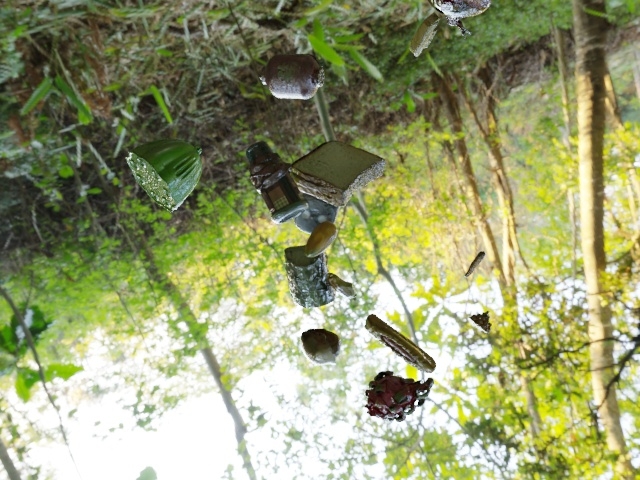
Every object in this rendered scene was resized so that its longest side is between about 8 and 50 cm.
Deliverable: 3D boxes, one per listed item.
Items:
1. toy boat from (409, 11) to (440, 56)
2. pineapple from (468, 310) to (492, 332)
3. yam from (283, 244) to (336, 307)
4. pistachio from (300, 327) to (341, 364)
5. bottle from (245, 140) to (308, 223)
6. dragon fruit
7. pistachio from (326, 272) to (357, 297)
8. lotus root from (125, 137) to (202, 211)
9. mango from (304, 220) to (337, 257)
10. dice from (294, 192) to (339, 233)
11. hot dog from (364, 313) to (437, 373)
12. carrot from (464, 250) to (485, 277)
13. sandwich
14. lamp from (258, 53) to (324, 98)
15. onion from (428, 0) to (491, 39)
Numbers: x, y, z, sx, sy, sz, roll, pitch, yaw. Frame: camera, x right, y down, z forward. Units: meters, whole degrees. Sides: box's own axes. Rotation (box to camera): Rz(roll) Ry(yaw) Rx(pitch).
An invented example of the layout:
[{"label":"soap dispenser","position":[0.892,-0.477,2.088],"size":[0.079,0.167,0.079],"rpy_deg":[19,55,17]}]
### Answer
[{"label":"toy boat","position":[0.424,-0.833,2.048],"size":[0.077,0.057,0.200],"rpy_deg":[-30,166,-26]},{"label":"pineapple","position":[0.770,0.380,2.400],"size":[0.114,0.114,0.077],"rpy_deg":[-41,157,-23]},{"label":"yam","position":[-0.043,0.142,2.136],"size":[0.203,0.271,0.201],"rpy_deg":[-12,-160,-3]},{"label":"pistachio","position":[-0.005,0.374,1.800],"size":[0.130,0.165,0.210],"rpy_deg":[-41,-167,-26]},{"label":"bottle","position":[-0.147,-0.200,1.655],"size":[0.143,0.271,0.156],"rpy_deg":[-30,172,16]},{"label":"dragon fruit","position":[0.316,0.638,2.054],"size":[0.273,0.198,0.218],"rpy_deg":[6,178,12]},{"label":"pistachio","position":[0.088,0.190,2.046],"size":[0.090,0.173,0.049],"rpy_deg":[-15,-134,43]},{"label":"lotus root","position":[-0.366,-0.190,1.282],"size":[0.186,0.186,0.186],"rpy_deg":[-19,-170,3]},{"label":"mango","position":[0.000,-0.003,2.003],"size":[0.165,0.089,0.115],"rpy_deg":[-52,-165,7]},{"label":"dice","position":[-0.008,-0.135,2.321],"size":[0.183,0.181,0.182],"rpy_deg":[18,-156,5]},{"label":"hot dog","position":[0.268,0.355,1.719],"size":[0.068,0.289,0.083],"rpy_deg":[-54,179,21]},{"label":"carrot","position":[0.728,0.115,2.395],"size":[0.165,0.036,0.036],"rpy_deg":[-61,168,28]},{"label":"sandwich","position":[0.056,-0.264,1.928],"size":[0.271,0.099,0.301],"rpy_deg":[25,-134,27]},{"label":"lamp","position":[-0.111,-0.643,1.965],"size":[0.258,0.180,0.180],"rpy_deg":[9,-161,17]},{"label":"onion","position":[0.517,-0.919,1.919],"size":[0.273,0.284,0.273],"rpy_deg":[4,-144,-3]}]
